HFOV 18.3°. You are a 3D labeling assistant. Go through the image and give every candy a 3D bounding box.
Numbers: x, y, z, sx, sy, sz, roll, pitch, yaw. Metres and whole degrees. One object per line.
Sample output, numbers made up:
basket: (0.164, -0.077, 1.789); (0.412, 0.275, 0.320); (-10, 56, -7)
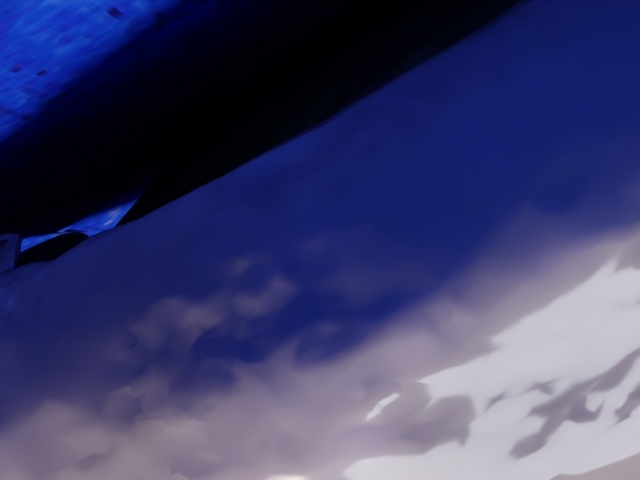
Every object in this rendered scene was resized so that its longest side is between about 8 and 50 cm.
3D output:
candy: (0.058, 0.002, 0.594); (0.386, 0.186, 0.427); (-27, 178, 26)
